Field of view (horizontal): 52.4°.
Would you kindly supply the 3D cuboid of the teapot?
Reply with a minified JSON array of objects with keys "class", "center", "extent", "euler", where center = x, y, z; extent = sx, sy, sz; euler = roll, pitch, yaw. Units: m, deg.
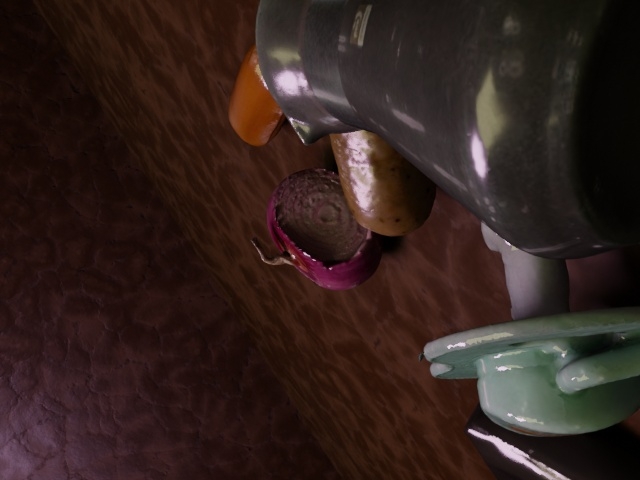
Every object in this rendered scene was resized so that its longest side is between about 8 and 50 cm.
[{"class":"teapot","center":[0.124,-0.169,0.505],"extent":[0.344,0.253,0.299],"euler":[29,101,48]}]

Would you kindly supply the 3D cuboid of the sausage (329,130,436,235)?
[{"class":"sausage","center":[0.034,-0.229,0.764],"extent":[0.136,0.123,0.500],"euler":[-9,117,30]}]

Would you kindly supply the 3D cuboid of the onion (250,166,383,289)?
[{"class":"onion","center":[0.009,-0.011,1.091],"extent":[0.208,0.200,0.200],"euler":[15,144,14]}]

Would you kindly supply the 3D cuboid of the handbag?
[{"class":"handbag","center":[0.352,0.345,0.905],"extent":[0.285,0.113,0.257],"euler":[25,149,43]}]

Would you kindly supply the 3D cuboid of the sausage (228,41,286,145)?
[{"class":"sausage","center":[-0.093,-0.240,1.072],"extent":[0.105,0.105,0.274],"euler":[56,159,3]}]

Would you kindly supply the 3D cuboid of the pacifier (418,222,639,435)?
[{"class":"pacifier","center":[0.240,0.060,0.658],"extent":[0.343,0.289,0.268],"euler":[59,-154,-73]}]
